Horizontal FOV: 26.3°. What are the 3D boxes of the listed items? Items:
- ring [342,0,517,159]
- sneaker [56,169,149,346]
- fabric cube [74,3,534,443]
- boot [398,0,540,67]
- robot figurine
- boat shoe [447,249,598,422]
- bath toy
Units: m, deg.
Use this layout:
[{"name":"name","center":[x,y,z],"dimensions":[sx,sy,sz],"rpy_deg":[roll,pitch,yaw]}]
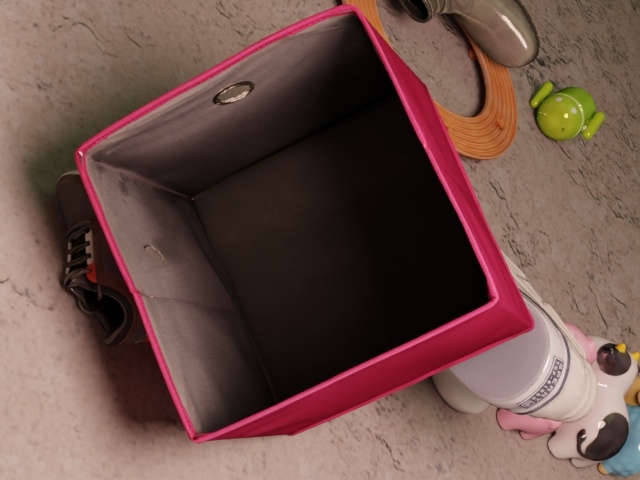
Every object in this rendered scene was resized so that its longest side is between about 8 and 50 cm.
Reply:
[{"name":"ring","center":[0.136,-0.248,1.751],"dimensions":[0.336,0.032,0.336],"rpy_deg":[31,44,-34]},{"name":"sneaker","center":[-0.182,0.015,1.119],"dimensions":[0.065,0.061,0.158],"rpy_deg":[-21,80,-49]},{"name":"fabric cube","center":[0.000,0.000,1.117],"dimensions":[0.259,0.254,0.258],"rpy_deg":[66,12,12]},{"name":"boot","center":[0.163,-0.301,1.744],"dimensions":[0.246,0.083,0.161],"rpy_deg":[52,41,1]},{"name":"robot figurine","center":[0.346,-0.178,1.927],"dimensions":[0.101,0.067,0.115],"rpy_deg":[36,31,16]},{"name":"boat shoe","center":[0.152,0.058,1.352],"dimensions":[0.156,0.136,0.367],"rpy_deg":[31,8,-41]},{"name":"bath toy","center":[0.268,0.152,1.520],"dimensions":[0.348,0.129,0.151],"rpy_deg":[24,47,-39]}]
